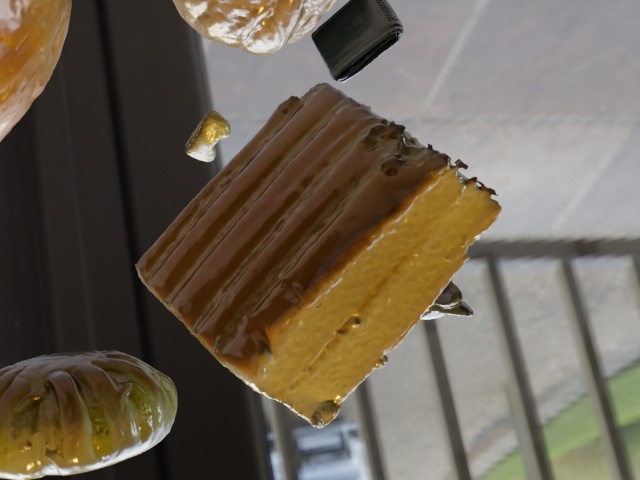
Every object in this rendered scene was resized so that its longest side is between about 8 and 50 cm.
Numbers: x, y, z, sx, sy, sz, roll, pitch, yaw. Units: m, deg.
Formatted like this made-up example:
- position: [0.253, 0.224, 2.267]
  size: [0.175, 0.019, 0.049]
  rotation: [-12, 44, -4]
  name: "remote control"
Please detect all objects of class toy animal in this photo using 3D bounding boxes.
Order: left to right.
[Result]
- position: [0.130, 0.053, 2.165]
  size: [0.108, 0.236, 0.138]
  rotation: [-29, 107, 8]
  name: "toy animal"

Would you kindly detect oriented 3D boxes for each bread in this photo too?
- position: [-0.242, 0.160, 1.534]
  size: [0.213, 0.104, 0.213]
  rotation: [-11, -176, 1]
  name: "bread"
- position: [0.000, 0.000, 1.297]
  size: [0.246, 0.239, 0.111]
  rotation: [-49, 124, -2]
  name: "bread"

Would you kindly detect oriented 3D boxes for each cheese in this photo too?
- position: [-0.144, -0.133, 2.091]
  size: [0.044, 0.030, 0.083]
  rotation: [28, 137, -13]
  name: "cheese"

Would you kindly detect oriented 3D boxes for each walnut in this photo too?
- position: [-0.071, -0.335, 1.872]
  size: [0.225, 0.225, 0.261]
  rotation: [1, 156, -21]
  name: "walnut"

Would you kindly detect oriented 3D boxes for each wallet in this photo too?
- position: [0.039, -0.210, 1.641]
  size: [0.088, 0.129, 0.026]
  rotation: [-40, 119, 10]
  name: "wallet"

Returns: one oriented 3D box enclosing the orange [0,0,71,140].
- position: [-0.346, -0.195, 1.206]
  size: [0.341, 0.340, 0.293]
  rotation: [-23, 143, 20]
  name: "orange"
